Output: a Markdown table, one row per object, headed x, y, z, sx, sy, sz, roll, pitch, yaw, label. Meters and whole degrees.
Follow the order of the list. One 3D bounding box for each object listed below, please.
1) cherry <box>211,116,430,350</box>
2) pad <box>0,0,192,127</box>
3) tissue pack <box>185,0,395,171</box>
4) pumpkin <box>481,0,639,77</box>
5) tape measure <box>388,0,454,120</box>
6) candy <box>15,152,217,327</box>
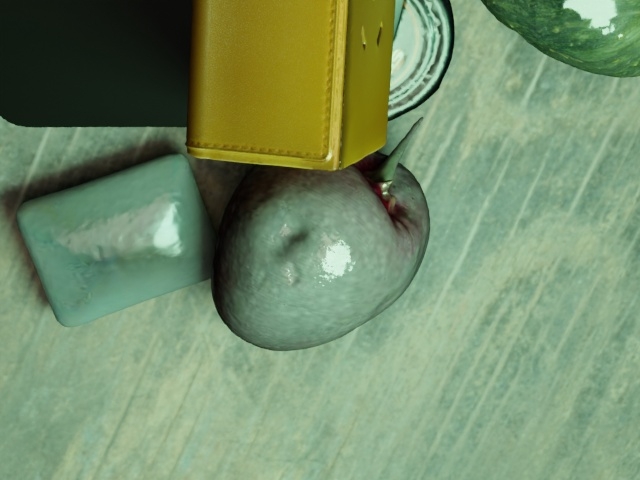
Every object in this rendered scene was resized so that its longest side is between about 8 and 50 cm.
| x | y | z | sx | sy | sz | roll | pitch | yaw | label |
| --- | --- | --- | --- | --- | --- | --- | --- | --- | --- |
| 0.000 | 0.000 | 1.746 | 0.266 | 0.183 | 0.213 | -54 | 155 | 21 | cherry |
| -0.225 | -0.289 | 1.672 | 0.315 | 0.063 | 0.375 | 1 | 110 | 5 | pad |
| -0.020 | -0.210 | 1.564 | 0.145 | 0.194 | 0.274 | 7 | 100 | 15 | tissue pack |
| 0.280 | -0.296 | 1.644 | 0.328 | 0.257 | 0.291 | 9 | 123 | -22 | pumpkin |
| 0.032 | -0.196 | 1.720 | 0.181 | 0.107 | 0.182 | 34 | 104 | -19 | tape measure |
| -0.191 | 0.001 | 1.777 | 0.174 | 0.071 | 0.138 | -20 | 115 | -3 | candy |
